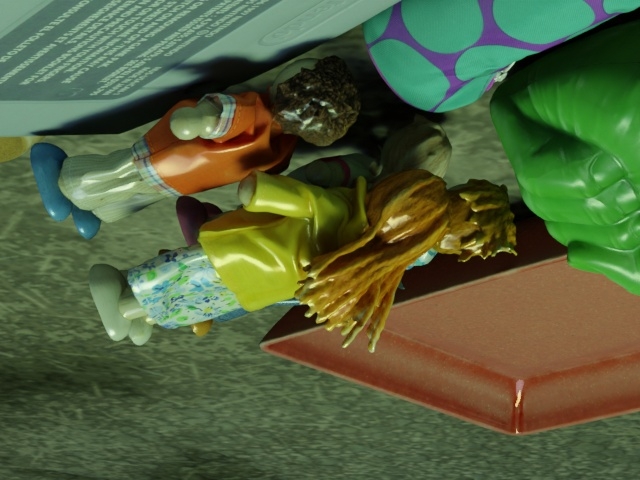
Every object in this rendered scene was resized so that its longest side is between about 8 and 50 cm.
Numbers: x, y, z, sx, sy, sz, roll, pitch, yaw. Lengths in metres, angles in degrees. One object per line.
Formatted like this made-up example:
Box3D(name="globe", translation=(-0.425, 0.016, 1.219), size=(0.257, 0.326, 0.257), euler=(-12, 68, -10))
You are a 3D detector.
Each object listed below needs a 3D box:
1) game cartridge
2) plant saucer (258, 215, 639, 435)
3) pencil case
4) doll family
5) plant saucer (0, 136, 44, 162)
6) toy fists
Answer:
Box3D(name="game cartridge", translation=(-0.049, -0.106, 0.654), size=(0.196, 0.060, 0.294), euler=(1, 162, -42))
Box3D(name="plant saucer", translation=(0.140, 0.050, 1.118), size=(0.258, 0.048, 0.259), euler=(-18, 150, 41))
Box3D(name="pencil case", translation=(0.088, -0.103, 0.712), size=(0.070, 0.064, 0.151), euler=(34, 145, -27))
Box3D(name="doll family", translation=(0.000, 0.000, 0.824), size=(0.163, 0.118, 0.263), euler=(-18, 170, 15))
Box3D(name="plant saucer", translation=(-0.176, -0.056, 0.913), size=(0.083, 0.015, 0.083), euler=(2, 158, 1))
Box3D(name="toy fists", translation=(0.202, -0.015, 0.866), size=(0.279, 0.096, 0.142), euler=(24, 155, -33))
